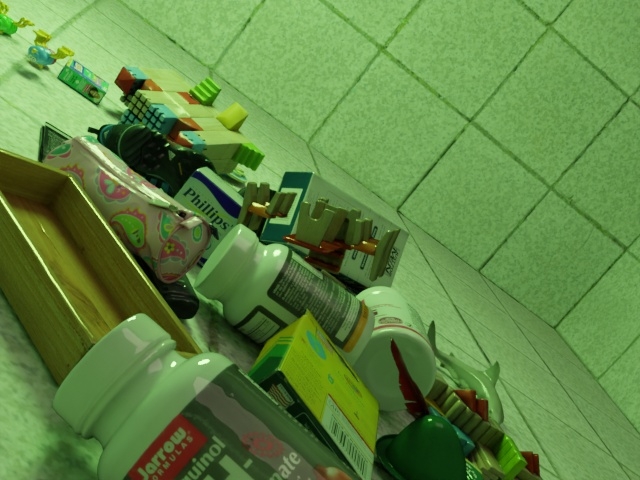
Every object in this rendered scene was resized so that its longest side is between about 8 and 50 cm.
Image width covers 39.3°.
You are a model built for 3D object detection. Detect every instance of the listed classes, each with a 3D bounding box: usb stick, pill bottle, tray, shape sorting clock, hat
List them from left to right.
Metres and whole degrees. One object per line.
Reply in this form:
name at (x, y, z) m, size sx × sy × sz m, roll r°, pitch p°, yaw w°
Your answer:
tray at (-0.330, 0.031, 1.157) m, size 0.411 × 0.076 × 0.203 m, roll 48°, pitch 14°, yaw 32°
usb stick at (-0.263, 0.028, 1.434) m, size 0.077 × 0.045 × 0.278 m, roll 25°, pitch 19°, yaw -38°
pill bottle at (-0.103, 0.223, 0.881) m, size 0.318 × 0.176 × 0.176 m, roll 41°, pitch 12°, yaw 7°
shape sorting clock at (-0.271, -0.222, 2.342) m, size 0.206 × 0.040 × 0.206 m, roll 37°, pitch 12°, yaw -10°
pill bottle at (-0.060, 0.105, 1.483) m, size 0.278 × 0.162 × 0.162 m, roll 37°, pitch 12°, yaw -12°
pill bottle at (0.124, 0.195, 1.710) m, size 0.160 × 0.160 × 0.283 m, roll 37°, pitch 11°, yaw -10°
hat at (0.193, 0.285, 1.402) m, size 0.208 × 0.184 × 0.173 m, roll 13°, pitch 18°, yaw -37°

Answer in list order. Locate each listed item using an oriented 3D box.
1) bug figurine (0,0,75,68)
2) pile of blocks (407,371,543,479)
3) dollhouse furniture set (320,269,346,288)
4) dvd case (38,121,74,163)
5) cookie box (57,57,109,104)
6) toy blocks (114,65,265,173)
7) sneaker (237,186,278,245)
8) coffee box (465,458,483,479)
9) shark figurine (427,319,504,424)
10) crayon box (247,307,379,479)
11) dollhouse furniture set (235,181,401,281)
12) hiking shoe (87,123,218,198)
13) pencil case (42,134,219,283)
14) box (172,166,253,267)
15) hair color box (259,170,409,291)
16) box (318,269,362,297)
bug figurine at (-0.656, -0.446, 1.930) m, size 0.279 × 0.072 × 0.216 m, roll 35°, pitch 5°, yaw 3°
pile of blocks at (0.300, 0.369, 1.720) m, size 0.362 × 0.113 × 0.149 m, roll 39°, pitch 12°, yaw 1°
dollhouse furniture set at (-0.051, 0.069, 1.732) m, size 0.144 × 0.123 × 0.151 m, roll 36°, pitch 12°, yaw -15°
dvd case at (-0.423, -0.128, 1.591) m, size 0.164 × 0.018 × 0.221 m, roll 33°, pitch 14°, yaw -27°
cookie box at (-0.542, -0.366, 2.054) m, size 0.107 × 0.040 × 0.092 m, roll 34°, pitch 14°, yaw -21°
toy blocks at (-0.346, -0.277, 2.071) m, size 0.381 × 0.191 × 0.261 m, roll 43°, pitch 24°, yaw 17°
sneaker at (-0.098, -0.045, 2.093) m, size 0.330 × 0.122 × 0.146 m, roll 27°, pitch -1°, yaw -42°
coffee box at (0.228, 0.411, 1.517) m, size 0.113 × 0.040 × 0.184 m, roll 39°, pitch 12°, yaw -1°
shark figurine at (0.361, 0.311, 2.129) m, size 0.278 × 0.116 × 0.166 m, roll 46°, pitch 12°, yaw 22°
crayon box at (-0.006, 0.231, 1.269) m, size 0.202 × 0.081 × 0.318 m, roll 54°, pitch 11°, yaw -4°
dollhouse furniture set at (0.000, 0.000, 1.607) m, size 0.262 × 0.135 × 0.259 m, roll 19°, pitch 7°, yaw 11°
hiking shoe at (-0.318, -0.157, 1.799) m, size 0.132 × 0.113 × 0.304 m, roll 22°, pitch -12°, yaw 37°
pencil case at (-0.295, -0.054, 1.370) m, size 0.284 × 0.124 × 0.124 m, roll 34°, pitch 9°, yaw 24°
box at (-0.210, -0.043, 1.630) m, size 0.126 × 0.137 × 0.072 m, roll 40°, pitch 12°, yaw 4°
hair color box at (0.039, -0.009, 2.045) m, size 0.347 × 0.174 × 0.105 m, roll 30°, pitch -15°, yaw -40°
box at (0.084, 0.159, 2.004) m, size 0.190 × 0.045 × 0.184 m, roll 29°, pitch 12°, yaw -38°
